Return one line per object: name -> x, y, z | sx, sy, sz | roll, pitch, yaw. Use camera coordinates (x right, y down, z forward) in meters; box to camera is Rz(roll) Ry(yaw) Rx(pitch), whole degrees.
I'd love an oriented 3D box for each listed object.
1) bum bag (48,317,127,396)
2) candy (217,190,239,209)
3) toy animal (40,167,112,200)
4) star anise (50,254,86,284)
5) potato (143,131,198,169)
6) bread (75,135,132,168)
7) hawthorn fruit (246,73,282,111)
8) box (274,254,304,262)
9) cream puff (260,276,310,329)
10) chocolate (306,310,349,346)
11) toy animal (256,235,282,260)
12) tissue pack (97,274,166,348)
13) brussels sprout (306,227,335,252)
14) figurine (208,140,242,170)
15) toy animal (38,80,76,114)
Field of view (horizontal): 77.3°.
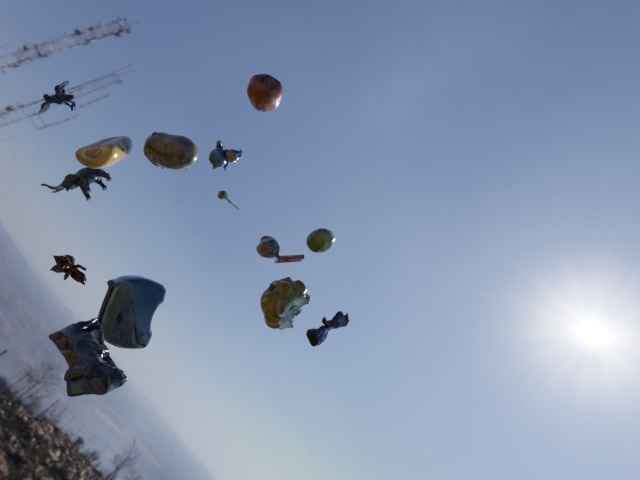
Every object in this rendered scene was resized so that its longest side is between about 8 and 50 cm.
bum bag -> -0.695, 0.345, 1.186 | 0.340, 0.144, 0.095 | 35, -51, 39
candy -> -0.364, -0.156, 1.597 | 0.035, 0.035, 0.123 | -21, -38, 18
toy animal -> -1.086, -0.255, 1.813 | 0.137, 0.270, 0.082 | 49, -40, 4
star anise -> -1.432, 0.157, 2.286 | 0.212, 0.111, 0.196 | 42, -9, -37
potato -> -0.616, -0.365, 1.661 | 0.263, 0.165, 0.164 | 15, -42, 23
bread -> -0.810, -0.336, 1.524 | 0.305, 0.142, 0.091 | -116, -159, -67
hawthorn fruit -> -0.276, -0.709, 1.966 | 0.179, 0.179, 0.200 | 40, -32, 15
box -> -0.151, 0.089, 1.940 | 0.090, 0.134, 0.023 | 139, -54, -67
cream puff -> -0.246, 0.347, 2.361 | 0.270, 0.323, 0.274 | 27, -16, 35
chocolate -> 0.067, 0.568, 2.666 | 0.126, 0.344, 0.148 | -20, -83, 60
toy animal -> -0.210, 0.031, 1.707 | 0.137, 0.098, 0.098 | 18, -42, 36
tissue pack -> -0.772, 0.282, 1.609 | 0.206, 0.287, 0.198 | 22, -10, -38
brussels sprout -> -0.002, -0.002, 2.105 | 0.155, 0.155, 0.117 | 7, -40, 49
figurine -> -0.517, -0.464, 2.161 | 0.114, 0.179, 0.144 | 97, -25, -57
toy animal -> -0.968, -0.524, 1.481 | 0.220, 0.108, 0.062 | -27, -106, 33
